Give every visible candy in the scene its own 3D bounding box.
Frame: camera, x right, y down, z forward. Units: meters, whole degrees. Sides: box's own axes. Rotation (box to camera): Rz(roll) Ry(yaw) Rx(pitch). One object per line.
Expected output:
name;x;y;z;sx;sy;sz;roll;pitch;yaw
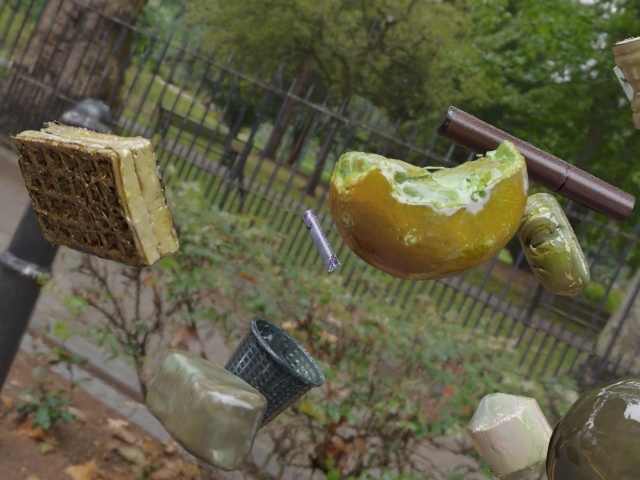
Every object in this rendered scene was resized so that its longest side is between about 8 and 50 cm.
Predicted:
candy;-0.160;0.222;1.127;0.102;0.104;0.234;27;-6;-24

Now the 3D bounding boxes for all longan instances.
longan;0.397;0.282;0.987;0.248;0.248;0.248;24;5;-2

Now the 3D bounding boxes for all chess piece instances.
chess piece;0.438;-0.214;1.128;0.066;0.122;0.066;-14;12;3

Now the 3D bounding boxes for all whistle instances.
whistle;0.000;0.000;1.916;0.033;0.033;0.176;19;36;-47

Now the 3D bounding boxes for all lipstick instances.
lipstick;0.363;-0.128;1.408;0.357;0.057;0.057;26;5;-5

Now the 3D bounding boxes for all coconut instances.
coconut;0.275;0.280;1.215;0.122;0.116;0.116;59;13;11

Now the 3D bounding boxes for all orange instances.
orange;0.131;-0.033;0.982;0.237;0.158;0.179;-6;2;-24

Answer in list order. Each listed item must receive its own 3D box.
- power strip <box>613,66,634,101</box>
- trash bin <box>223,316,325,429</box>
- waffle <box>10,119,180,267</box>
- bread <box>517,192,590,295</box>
power strip;0.814;-0.336;1.949;0.367;0.043;0.106;10;52;-35
trash bin;-0.109;0.252;1.503;0.175;0.161;0.175;43;7;-6
waffle;-0.374;-0.078;1.374;0.308;0.212;0.091;12;34;39
bread;0.455;0.009;1.648;0.213;0.105;0.213;49;26;-34
